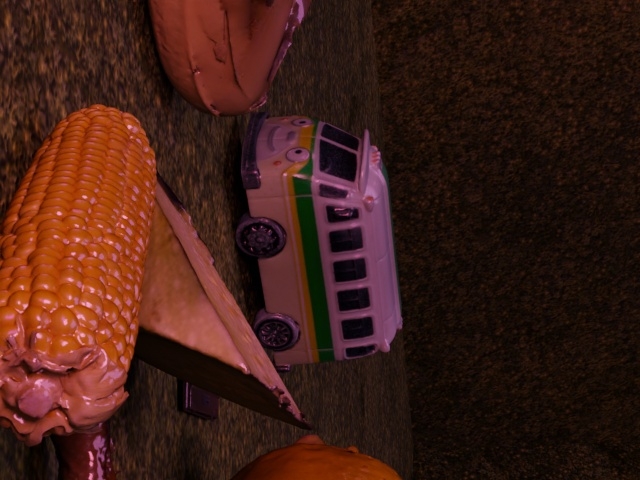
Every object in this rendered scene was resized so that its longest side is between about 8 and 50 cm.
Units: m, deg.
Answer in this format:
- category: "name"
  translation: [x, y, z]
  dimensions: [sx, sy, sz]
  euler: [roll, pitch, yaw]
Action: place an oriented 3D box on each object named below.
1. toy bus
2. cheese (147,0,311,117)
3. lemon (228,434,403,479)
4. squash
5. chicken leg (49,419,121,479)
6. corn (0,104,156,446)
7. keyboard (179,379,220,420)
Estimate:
- category: "toy bus"
  translation: [0.000, 0.000, 1.697]
  dimensions: [0.133, 0.165, 0.276]
  euler: [-84, 170, -54]
- category: "cheese"
  translation: [-0.071, -0.274, 1.297]
  dimensions: [0.316, 0.128, 0.259]
  euler: [95, 4, -54]
- category: "lemon"
  translation: [-0.003, 0.308, 1.327]
  dimensions: [0.236, 0.236, 0.263]
  euler: [-5, 73, -83]
- category: "squash"
  translation: [-0.082, 0.022, 1.107]
  dimensions: [0.237, 0.204, 0.155]
  euler: [66, 46, -70]
- category: "chicken leg"
  translation: [-0.139, 0.181, 0.941]
  dimensions: [0.125, 0.080, 0.196]
  euler: [-103, -179, -74]
- category: "corn"
  translation: [-0.142, 0.009, 0.884]
  dimensions: [0.260, 0.091, 0.091]
  euler: [-89, -169, -56]
- category: "keyboard"
  translation: [-0.109, 0.134, 1.396]
  dimensions: [0.129, 0.015, 0.049]
  euler: [54, 39, -77]
